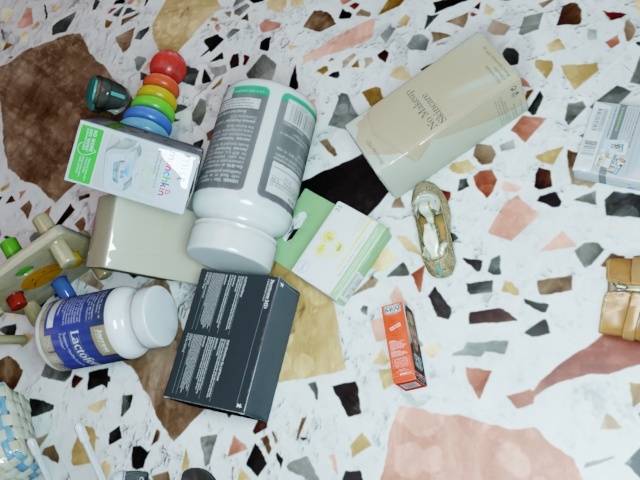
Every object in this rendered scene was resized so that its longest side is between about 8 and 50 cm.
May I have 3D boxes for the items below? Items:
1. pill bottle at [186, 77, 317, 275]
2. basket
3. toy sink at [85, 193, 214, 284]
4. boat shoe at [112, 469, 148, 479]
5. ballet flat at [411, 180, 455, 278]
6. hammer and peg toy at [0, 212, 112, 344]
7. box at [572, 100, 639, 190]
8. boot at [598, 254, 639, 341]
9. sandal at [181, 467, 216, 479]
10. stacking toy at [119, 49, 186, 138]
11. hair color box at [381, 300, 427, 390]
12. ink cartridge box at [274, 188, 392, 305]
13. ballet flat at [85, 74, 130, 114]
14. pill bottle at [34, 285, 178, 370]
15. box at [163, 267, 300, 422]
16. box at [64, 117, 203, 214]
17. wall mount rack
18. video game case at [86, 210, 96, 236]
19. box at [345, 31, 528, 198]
[{"bbox_3d":[-0.140,-0.123,1.442,0.204,0.204,0.361,5,70,26],"label":"pill bottle"},{"bbox_3d":[-0.728,0.445,1.449,0.289,0.201,0.254,-21,57,-13],"label":"basket"},{"bbox_3d":[-0.349,0.003,1.500,0.131,0.234,0.152,-2,78,55],"label":"toy sink"},{"bbox_3d":[-0.343,0.541,1.327,0.076,0.080,0.228,-7,59,-4],"label":"boat shoe"},{"bbox_3d":[0.207,-0.032,1.324,0.073,0.067,0.206,-20,61,17],"label":"ballet flat"},{"bbox_3d":[-0.643,0.100,1.536,0.361,0.266,0.127,-36,77,0],"label":"hammer and peg toy"},{"bbox_3d":[0.552,-0.161,1.240,0.186,0.038,0.145,14,75,30],"label":"box"},{"bbox_3d":[0.534,0.142,1.073,0.220,0.109,0.283,2,67,24],"label":"boot"},{"bbox_3d":[-0.208,0.491,1.300,0.067,0.040,0.179,-36,58,7],"label":"sandal"},{"bbox_3d":[-0.400,-0.312,1.694,0.141,0.141,0.330,-1,63,24],"label":"stacking toy"},{"bbox_3d":[0.147,0.186,1.254,0.043,0.072,0.141,-17,63,18],"label":"hair color box"},{"bbox_3d":[0.000,0.000,1.414,0.235,0.056,0.171,31,83,30],"label":"ink cartridge box"},{"bbox_3d":[-0.523,-0.352,1.766,0.280,0.096,0.095,34,111,65],"label":"ballet flat"},{"bbox_3d":[-0.439,0.177,1.477,0.265,0.153,0.153,-13,63,20],"label":"pill bottle"},{"bbox_3d":[-0.166,0.197,1.374,0.184,0.103,0.261,4,70,29],"label":"box"},{"bbox_3d":[-0.362,-0.159,1.448,0.231,0.262,0.126,17,97,-11],"label":"box"},{"bbox_3d":[-0.466,0.508,1.297,0.350,0.130,0.304,-24,51,40],"label":"wall mount rack"},{"bbox_3d":[-0.492,-0.032,1.676,0.122,0.011,0.087,13,74,28],"label":"video game case"},{"bbox_3d":[0.222,-0.236,1.374,0.311,0.121,0.148,-35,59,7],"label":"box"}]
